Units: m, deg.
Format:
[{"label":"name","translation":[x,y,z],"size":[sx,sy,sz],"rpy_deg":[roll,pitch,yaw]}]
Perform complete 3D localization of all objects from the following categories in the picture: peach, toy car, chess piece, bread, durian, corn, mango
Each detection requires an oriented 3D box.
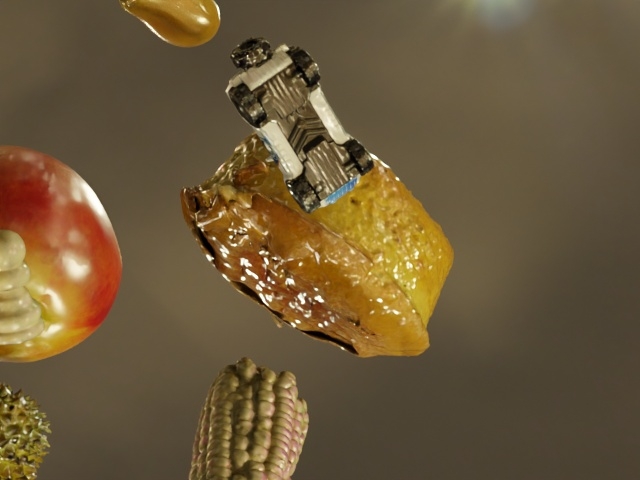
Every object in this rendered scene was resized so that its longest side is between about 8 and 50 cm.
[{"label":"peach","translation":[-0.535,0.013,2.008],"size":[0.388,0.388,0.388],"rpy_deg":[-23,-138,22]},{"label":"toy car","translation":[-0.026,-0.112,1.069],"size":[0.080,0.170,0.070],"rpy_deg":[-37,-158,-9]},{"label":"chess piece","translation":[-0.479,0.067,1.740],"size":[0.094,0.170,0.094],"rpy_deg":[-2,-156,1]},{"label":"bread","translation":[-0.002,-0.002,1.471],"size":[0.337,0.358,0.204],"rpy_deg":[-3,-128,56]},{"label":"durian","translation":[-0.589,0.327,1.873],"size":[0.258,0.293,0.258],"rpy_deg":[-20,-120,40]},{"label":"corn","translation":[-0.090,0.270,1.227],"size":[0.126,0.126,0.335],"rpy_deg":[-21,-149,24]},{"label":"mango","translation":[-0.233,-0.357,1.741],"size":[0.085,0.184,0.102],"rpy_deg":[5,-99,46]}]
